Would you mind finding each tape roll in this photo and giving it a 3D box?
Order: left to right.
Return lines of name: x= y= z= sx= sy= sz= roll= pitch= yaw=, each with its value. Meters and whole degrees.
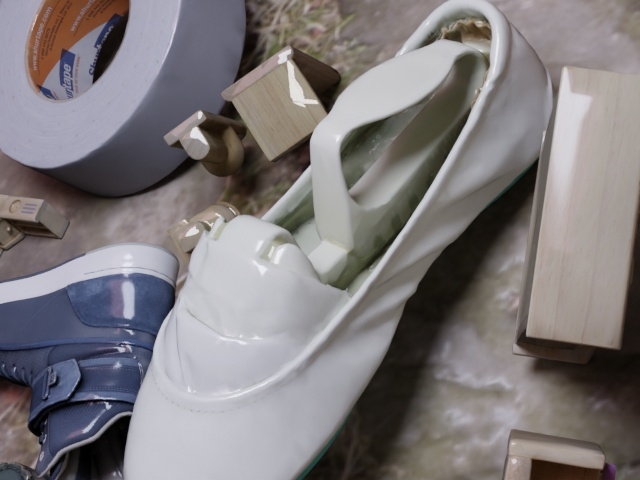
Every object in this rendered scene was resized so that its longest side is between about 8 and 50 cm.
tape roll: x=-0.160 y=-0.147 z=1.360 sx=0.219 sy=0.072 sz=0.219 roll=-16 pitch=63 yaw=36

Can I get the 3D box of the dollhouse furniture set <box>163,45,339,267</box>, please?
dollhouse furniture set: x=-0.024 y=-0.025 z=1.242 sx=0.144 sy=0.123 sz=0.151 roll=-34 pitch=80 yaw=12

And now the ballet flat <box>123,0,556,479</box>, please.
ballet flat: x=0.000 y=0.000 z=1.075 sx=0.139 sy=0.139 sz=0.400 roll=18 pitch=58 yaw=42

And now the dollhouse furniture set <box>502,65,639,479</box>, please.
dollhouse furniture set: x=0.257 y=0.058 z=0.953 sx=0.303 sy=0.198 sz=0.286 roll=8 pitch=85 yaw=6

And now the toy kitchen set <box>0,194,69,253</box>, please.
toy kitchen set: x=-0.254 y=0.000 z=1.360 sx=0.075 sy=0.068 sz=0.083 roll=6 pitch=64 yaw=39

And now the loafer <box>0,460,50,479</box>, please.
loafer: x=-0.262 y=0.258 z=1.168 sx=0.096 sy=0.084 sz=0.267 roll=15 pitch=69 yaw=42

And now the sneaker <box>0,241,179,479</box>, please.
sneaker: x=-0.191 y=0.108 z=1.227 sx=0.226 sy=0.086 sz=0.163 roll=-22 pitch=57 yaw=38
